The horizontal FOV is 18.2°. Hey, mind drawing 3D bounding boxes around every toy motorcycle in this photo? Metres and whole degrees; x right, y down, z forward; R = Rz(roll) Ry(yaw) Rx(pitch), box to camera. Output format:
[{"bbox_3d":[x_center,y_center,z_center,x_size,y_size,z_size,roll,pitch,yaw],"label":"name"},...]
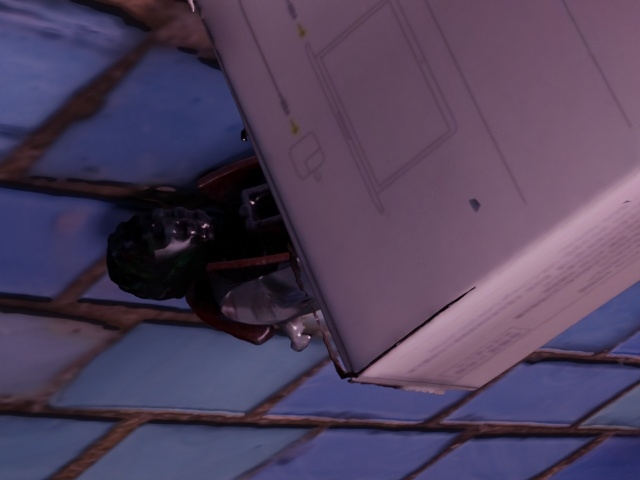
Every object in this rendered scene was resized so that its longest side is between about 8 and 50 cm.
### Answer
[{"bbox_3d":[0.000,0.001,1.042,0.213,0.082,0.122,-16,155,14],"label":"toy motorcycle"}]

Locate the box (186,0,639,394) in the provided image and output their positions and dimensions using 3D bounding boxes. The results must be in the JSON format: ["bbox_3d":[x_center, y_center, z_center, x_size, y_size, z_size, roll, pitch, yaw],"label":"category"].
[{"bbox_3d":[0.086,-0.086,0.808,0.252,0.203,0.106,-38,151,29],"label":"box"}]
